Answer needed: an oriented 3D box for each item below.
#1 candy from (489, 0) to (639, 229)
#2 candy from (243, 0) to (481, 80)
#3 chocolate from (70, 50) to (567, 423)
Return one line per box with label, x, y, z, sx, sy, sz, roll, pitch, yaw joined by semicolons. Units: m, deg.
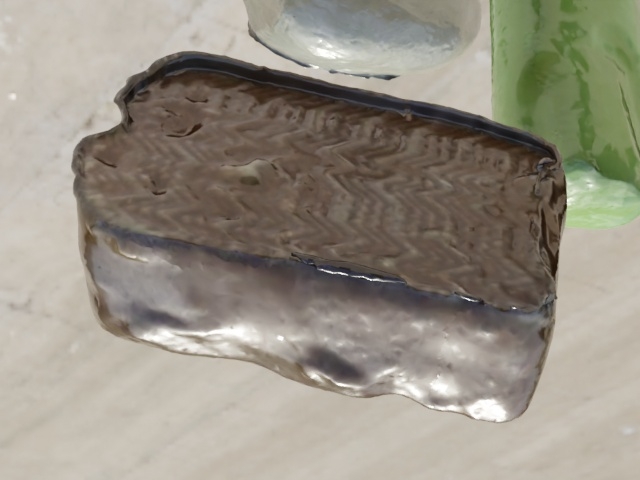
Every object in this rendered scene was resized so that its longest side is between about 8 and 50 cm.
candy;0.216;-0.178;1.113;0.132;0.343;0.142;-6;151;16
candy;0.059;-0.405;1.973;0.427;0.386;0.186;10;127;-24
chocolate;0.000;0.000;0.571;0.214;0.148;0.093;12;126;5
